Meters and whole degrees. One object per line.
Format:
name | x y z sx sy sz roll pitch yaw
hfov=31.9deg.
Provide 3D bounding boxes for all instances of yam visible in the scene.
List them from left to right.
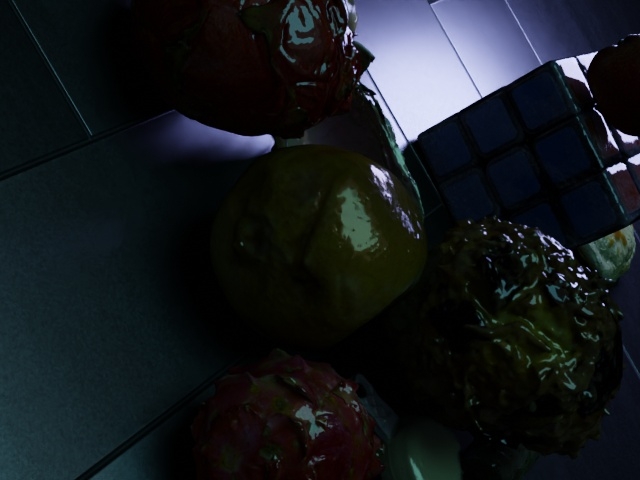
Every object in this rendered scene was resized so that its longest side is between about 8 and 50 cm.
yam | 0.276 0.322 1.699 0.183 0.107 0.107 -30 92 -52

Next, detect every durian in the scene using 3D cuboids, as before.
durian | 0.055 -0.112 1.679 0.305 0.185 0.195 55 11 0

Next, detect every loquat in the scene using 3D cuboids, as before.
loquat | 0.000 0.000 1.434 0.284 0.276 0.276 -22 85 -53

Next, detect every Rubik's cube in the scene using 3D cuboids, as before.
Rubik's cube | 0.405 -0.134 1.973 0.304 0.301 0.305 -17 82 -52

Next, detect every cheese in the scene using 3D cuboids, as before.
cheese | 0.117 0.301 1.550 0.249 0.071 0.163 36 43 -31

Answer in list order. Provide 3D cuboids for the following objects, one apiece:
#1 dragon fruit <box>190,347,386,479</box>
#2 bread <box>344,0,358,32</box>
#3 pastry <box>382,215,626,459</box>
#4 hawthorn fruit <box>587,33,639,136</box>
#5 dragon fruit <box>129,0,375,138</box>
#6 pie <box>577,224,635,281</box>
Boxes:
dragon fruit | -0.029 0.235 1.322 0.268 0.210 0.205 16 96 -42
bread | 0.006 -0.377 1.827 0.157 0.094 0.083 6 68 -39
pastry | 0.262 0.144 1.545 0.337 0.405 0.292 28 74 -4
hawthorn fruit | 0.519 -0.238 1.797 0.169 0.169 0.188 -12 80 -52
dragon fruit | -0.098 -0.272 1.477 0.343 0.277 0.277 20 47 -3
pie | 0.573 -0.018 2.273 0.248 0.090 0.201 -20 81 -57
